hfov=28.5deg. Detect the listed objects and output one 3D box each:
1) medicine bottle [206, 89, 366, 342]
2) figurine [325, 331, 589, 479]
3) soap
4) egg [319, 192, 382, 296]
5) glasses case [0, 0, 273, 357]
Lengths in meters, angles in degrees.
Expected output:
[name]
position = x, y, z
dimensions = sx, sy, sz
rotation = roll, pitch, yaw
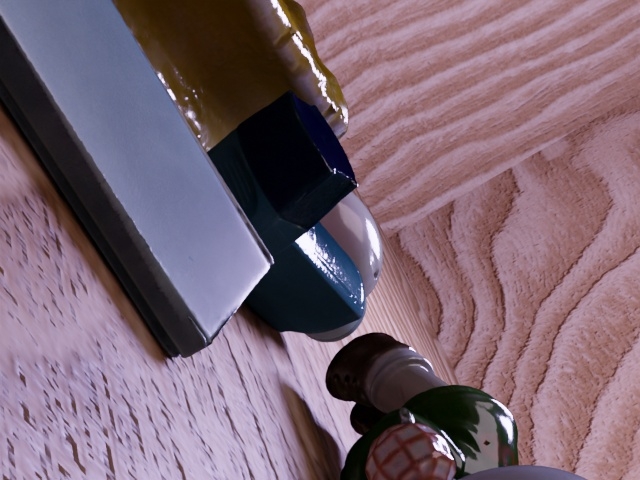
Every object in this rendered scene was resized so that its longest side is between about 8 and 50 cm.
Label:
[medicine bottle]
position = -0.017, 0.000, 0.916
dimensions = 0.079, 0.124, 0.258
rotation = 62, 3, 29
[figurine]
position = 0.110, 0.196, 0.840
dimensions = 0.281, 0.167, 0.370
rotation = 62, -5, -35
[soap]
position = -0.125, -0.216, 0.891
dimensions = 0.293, 0.156, 0.335
rotation = 57, 4, 21
[egg]
position = 0.000, 0.000, 1.151
dimensions = 0.135, 0.103, 0.103
rotation = 57, 6, -7
[glasses case]
position = -0.129, -0.067, 0.666
dimensions = 0.266, 0.056, 0.105
rotation = 59, 30, -13
